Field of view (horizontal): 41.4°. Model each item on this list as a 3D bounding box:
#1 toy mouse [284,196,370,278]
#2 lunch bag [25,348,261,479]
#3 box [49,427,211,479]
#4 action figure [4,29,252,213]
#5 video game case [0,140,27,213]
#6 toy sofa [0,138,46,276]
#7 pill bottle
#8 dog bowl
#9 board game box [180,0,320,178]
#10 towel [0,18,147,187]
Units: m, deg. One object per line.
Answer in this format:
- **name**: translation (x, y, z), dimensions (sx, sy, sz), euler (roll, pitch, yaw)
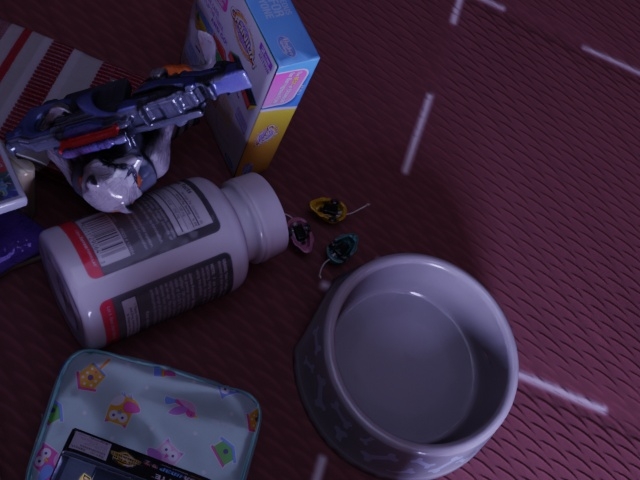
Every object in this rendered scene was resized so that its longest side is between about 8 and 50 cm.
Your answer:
- **toy mouse**: translation (0.000, 0.000, 1.343), dimensions (0.160, 0.031, 0.143), euler (7, 64, -14)
- **lunch bag**: translation (-0.231, 0.272, 1.096), dimensions (0.279, 0.108, 0.224), euler (17, 74, -8)
- **box**: translation (-0.251, 0.345, 0.995), dimensions (0.175, 0.220, 0.051), euler (25, 19, -10)
- **action figure**: translation (-0.218, -0.153, 1.141), dimensions (0.341, 0.179, 0.330), euler (-8, 37, 20)
- **video game case**: translation (-0.498, -0.089, 1.061), dimensions (0.201, 0.023, 0.184), euler (-22, 70, -24)
- **toy sofa**: translation (-0.533, 0.013, 1.100), dimensions (0.177, 0.150, 0.362), euler (46, 61, 8)
- **pill bottle**: translation (-0.211, 0.015, 1.187), dimensions (0.318, 0.176, 0.176), euler (-23, 75, -25)
- **dog bowl**: translation (0.138, 0.176, 1.268), dimensions (0.348, 0.102, 0.349), euler (7, 64, -14)
- **board game box**: translation (-0.118, -0.271, 1.267), dimensions (0.064, 0.316, 0.242), euler (-18, 74, -24)
- **towel**: translation (-0.420, -0.208, 1.298), dimensions (0.328, 0.037, 0.237), euler (22, 56, -9)
